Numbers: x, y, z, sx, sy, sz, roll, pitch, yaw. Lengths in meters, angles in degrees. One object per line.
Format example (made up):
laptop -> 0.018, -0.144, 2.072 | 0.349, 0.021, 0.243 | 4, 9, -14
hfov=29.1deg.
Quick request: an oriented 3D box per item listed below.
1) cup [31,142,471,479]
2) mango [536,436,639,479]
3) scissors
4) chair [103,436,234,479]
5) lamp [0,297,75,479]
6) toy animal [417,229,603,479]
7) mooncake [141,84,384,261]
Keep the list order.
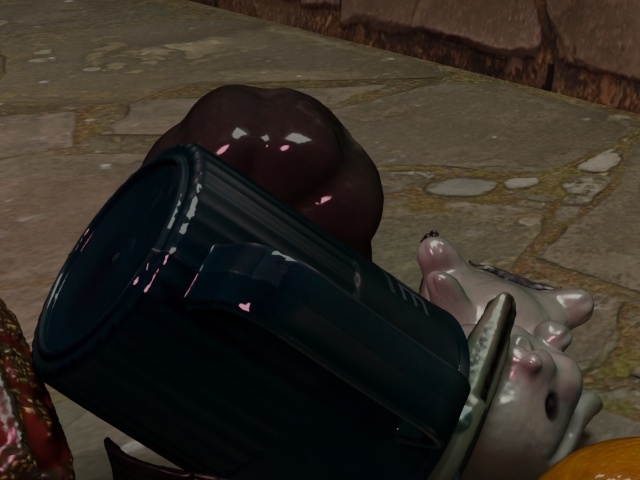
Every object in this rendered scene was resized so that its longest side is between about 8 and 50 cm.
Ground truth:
cup -> -0.056, 0.097, 1.007 | 0.292, 0.242, 0.308 | 36, 11, -24
mango -> 0.337, 0.247, 1.037 | 0.359, 0.144, 0.187 | 5, 24, -10
scissors -> 0.115, 0.170, 1.086 | 0.138, 0.041, 0.289 | 16, 65, 24
chair -> -0.113, 0.249, 0.917 | 0.221, 0.140, 0.145 | 16, 25, 31
lamp -> -0.302, 0.151, 1.004 | 0.177, 0.177, 0.274 | -8, 46, -32
toy animal -> 0.159, 0.131, 1.256 | 0.249, 0.174, 0.289 | 27, 26, 18
mooncake -> -0.072, -0.014, 1.379 | 0.306, 0.306, 0.154 | 4, 23, -6
